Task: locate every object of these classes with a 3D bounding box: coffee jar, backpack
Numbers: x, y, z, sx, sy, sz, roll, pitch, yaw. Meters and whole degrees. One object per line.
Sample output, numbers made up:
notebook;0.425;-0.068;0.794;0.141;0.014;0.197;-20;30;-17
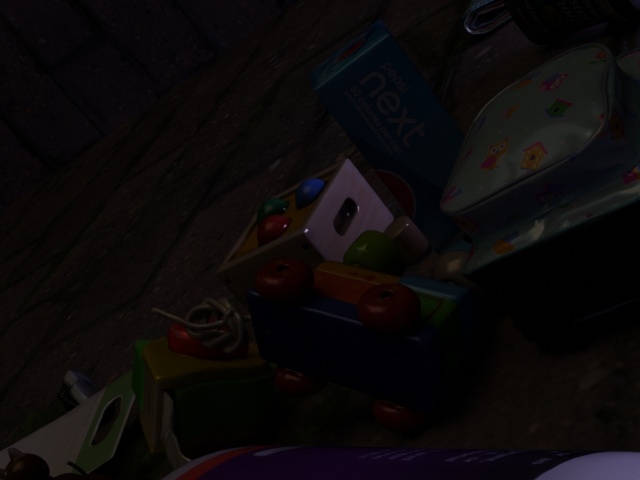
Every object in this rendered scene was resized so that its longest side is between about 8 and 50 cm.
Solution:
coffee jar;0.279;-0.267;1.069;0.079;0.096;0.184;-45;18;-20
backpack;0.178;-0.045;0.685;0.165;0.144;0.188;-32;16;38

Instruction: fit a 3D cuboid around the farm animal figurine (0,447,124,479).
farm animal figurine;-0.289;0.284;0.763;0.330;0.172;0.326;-44;19;-12

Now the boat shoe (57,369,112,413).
boat shoe;-0.275;0.185;1.177;0.040;0.049;0.142;-62;20;-6

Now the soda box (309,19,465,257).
soda box;0.081;-0.062;0.793;0.071;0.210;0.067;-35;19;10

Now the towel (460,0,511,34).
towel;0.329;-0.424;1.430;0.271;0.040;0.370;-28;21;29

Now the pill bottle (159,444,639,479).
pill bottle;0.050;0.167;0.370;0.323;0.181;0.181;-15;30;52

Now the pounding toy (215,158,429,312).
pounding toy;0.001;0.004;0.980;0.206;0.094;0.181;-25;23;39

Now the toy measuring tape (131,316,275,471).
toy measuring tape;-0.077;0.133;0.798;0.121;0.121;0.330;-42;18;-6

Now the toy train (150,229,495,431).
toy train;0.006;0.039;0.774;0.248;0.105;0.143;13;36;34

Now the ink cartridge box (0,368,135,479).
ink cartridge box;-0.260;0.233;1.012;0.235;0.056;0.171;-31;21;16
